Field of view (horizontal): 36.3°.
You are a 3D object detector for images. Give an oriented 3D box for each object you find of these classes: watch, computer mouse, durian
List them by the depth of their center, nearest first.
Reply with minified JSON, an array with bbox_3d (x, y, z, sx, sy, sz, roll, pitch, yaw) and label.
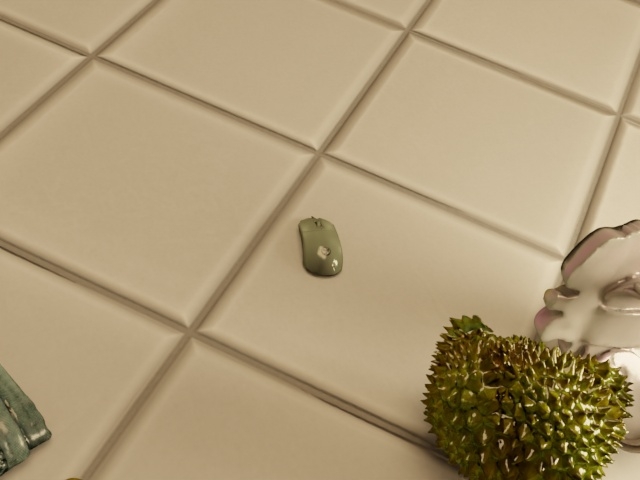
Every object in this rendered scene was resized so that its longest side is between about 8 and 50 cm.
[{"bbox_3d":[0.222,0.194,1.087,0.237,0.200,0.176,28,36,5],"label":"durian"},{"bbox_3d":[0.386,0.124,1.164,0.196,0.244,0.231,-1,40,-15],"label":"watch"},{"bbox_3d":[0.000,0.000,1.335,0.056,0.032,0.110,0,47,-14],"label":"computer mouse"}]

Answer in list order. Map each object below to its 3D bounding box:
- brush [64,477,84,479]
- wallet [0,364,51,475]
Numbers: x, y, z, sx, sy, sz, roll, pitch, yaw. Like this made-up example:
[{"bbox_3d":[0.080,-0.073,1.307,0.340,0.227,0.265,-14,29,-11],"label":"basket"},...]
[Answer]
[{"bbox_3d":[-0.180,0.289,1.033,0.205,0.011,0.083,15,46,2],"label":"brush"},{"bbox_3d":[-0.476,0.199,0.984,0.342,0.075,0.237,-31,71,-39],"label":"wallet"}]
